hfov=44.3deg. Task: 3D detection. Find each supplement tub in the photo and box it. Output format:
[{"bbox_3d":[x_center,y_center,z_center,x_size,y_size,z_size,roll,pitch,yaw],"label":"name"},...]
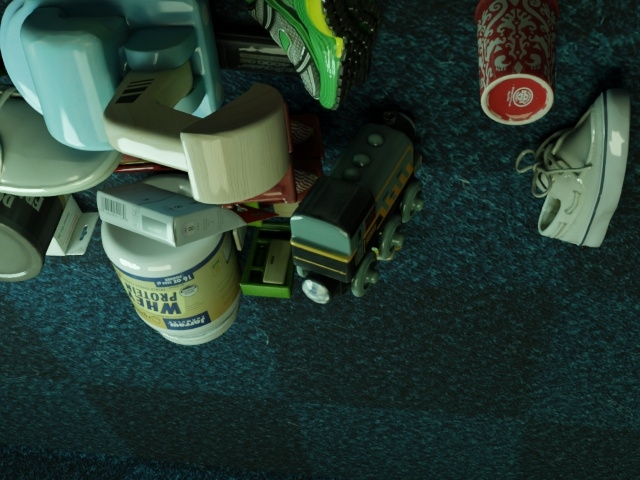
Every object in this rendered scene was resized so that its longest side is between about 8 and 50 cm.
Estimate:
[{"bbox_3d":[-0.275,0.046,1.537,0.228,0.228,0.316,4,145,9],"label":"supplement tub"}]

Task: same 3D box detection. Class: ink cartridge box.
[{"bbox_3d":[-0.211,-0.060,1.281,0.189,0.232,0.066,17,118,36],"label":"ink cartridge box"},{"bbox_3d":[-0.562,-0.034,1.590,0.198,0.115,0.067,1,144,10],"label":"ink cartridge box"}]

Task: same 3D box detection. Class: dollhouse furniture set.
[{"bbox_3d":[-0.191,-0.122,1.266,0.374,0.152,0.201,-3,-179,17],"label":"dollhouse furniture set"},{"bbox_3d":[0.000,0.000,1.470,0.302,0.151,0.197,4,145,8],"label":"dollhouse furniture set"}]

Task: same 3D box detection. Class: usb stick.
[{"bbox_3d":[-0.061,-0.279,1.183,0.278,0.045,0.077,7,151,4],"label":"usb stick"}]

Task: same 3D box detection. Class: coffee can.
[{"bbox_3d":[-0.533,-0.097,1.352,0.202,0.275,0.201,6,145,4],"label":"coffee can"}]

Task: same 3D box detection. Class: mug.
[{"bbox_3d":[0.271,-0.235,1.054,0.113,0.169,0.150,-18,136,33],"label":"mug"}]

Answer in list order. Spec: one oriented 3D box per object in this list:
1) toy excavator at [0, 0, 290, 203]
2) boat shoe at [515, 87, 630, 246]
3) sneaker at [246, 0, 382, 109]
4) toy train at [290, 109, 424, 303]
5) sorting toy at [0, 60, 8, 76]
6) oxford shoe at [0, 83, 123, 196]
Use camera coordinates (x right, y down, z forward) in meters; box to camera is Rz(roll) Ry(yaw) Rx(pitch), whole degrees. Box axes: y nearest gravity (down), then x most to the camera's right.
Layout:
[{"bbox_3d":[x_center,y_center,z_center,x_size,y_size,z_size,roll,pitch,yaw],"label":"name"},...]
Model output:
[{"bbox_3d":[-0.224,-0.189,0.963,0.433,0.445,0.222,2,126,10],"label":"toy excavator"},{"bbox_3d":[0.392,-0.110,1.256,0.157,0.135,0.367,5,155,12],"label":"boat shoe"},{"bbox_3d":[-0.011,-0.291,1.000,0.146,0.134,0.343,24,164,16],"label":"sneaker"},{"bbox_3d":[0.065,-0.058,1.231,0.142,0.334,0.190,20,143,20],"label":"toy train"},{"bbox_3d":[-0.565,-0.287,1.295,0.102,0.061,0.042,-4,109,7],"label":"sorting toy"},{"bbox_3d":[-0.516,-0.182,1.200,0.449,0.169,0.130,16,154,12],"label":"oxford shoe"}]
